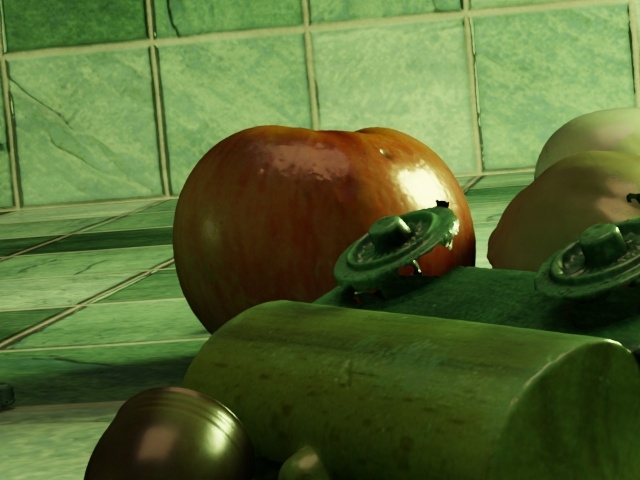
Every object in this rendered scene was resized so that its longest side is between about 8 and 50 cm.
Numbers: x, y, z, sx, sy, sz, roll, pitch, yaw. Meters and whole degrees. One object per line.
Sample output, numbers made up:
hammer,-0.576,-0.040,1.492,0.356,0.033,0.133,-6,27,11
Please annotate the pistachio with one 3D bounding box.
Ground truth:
pistachio,0.183,0.009,1.236,0.144,0.144,0.215,-7,0,-14

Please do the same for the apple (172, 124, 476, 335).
apple,0.000,0.000,1.303,0.209,0.164,0.209,-3,4,0

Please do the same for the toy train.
toy train,0.068,0.078,0.854,0.189,0.126,0.307,-44,24,-24

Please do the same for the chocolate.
chocolate,0.250,-0.034,1.514,0.221,0.147,0.221,-1,5,0

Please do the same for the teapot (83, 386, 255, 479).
teapot,-0.075,0.119,0.810,0.110,0.085,0.080,-34,16,29

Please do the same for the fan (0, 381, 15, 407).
fan,-0.241,0.113,1.136,0.038,0.016,0.193,1,9,25
